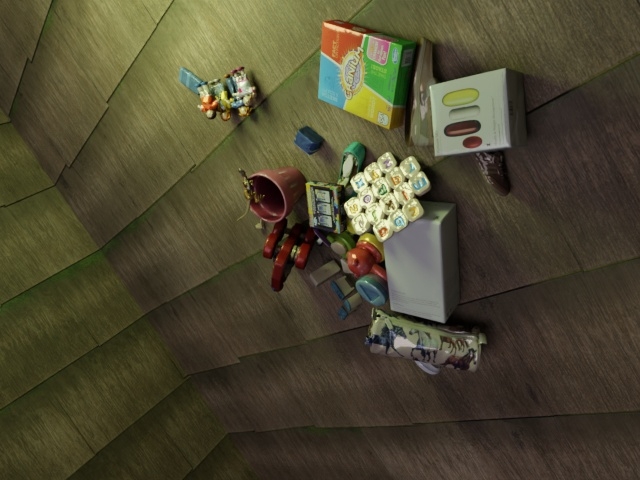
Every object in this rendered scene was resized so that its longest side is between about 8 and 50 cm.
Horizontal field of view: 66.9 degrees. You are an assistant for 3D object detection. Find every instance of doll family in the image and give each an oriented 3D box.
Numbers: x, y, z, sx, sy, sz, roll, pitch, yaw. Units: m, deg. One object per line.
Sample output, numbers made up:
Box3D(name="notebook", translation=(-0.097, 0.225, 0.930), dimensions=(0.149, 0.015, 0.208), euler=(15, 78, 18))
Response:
Box3D(name="doll family", translation=(-0.336, -0.542, 1.836), dimensions=(0.262, 0.118, 0.163), euler=(-12, 103, 23))

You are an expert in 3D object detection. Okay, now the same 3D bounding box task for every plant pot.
Box3D(name="plant pot", translation=(-0.156, -0.193, 1.847), dimensions=(0.201, 0.180, 0.202), euler=(21, 128, 28))

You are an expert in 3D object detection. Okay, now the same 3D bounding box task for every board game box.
Box3D(name="board game box", translation=(0.022, -0.120, 1.720), dimensions=(0.141, 0.048, 0.171), euler=(15, 121, 37))
Box3D(name="board game box", translation=(0.127, -0.502, 1.454), dimensions=(0.316, 0.064, 0.242), euler=(34, 135, 36))

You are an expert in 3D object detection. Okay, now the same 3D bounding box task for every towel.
Box3D(name="towel", translation=(-0.522, -0.646, 1.956), dimensions=(0.119, 0.029, 0.067), euler=(38, 135, 14))

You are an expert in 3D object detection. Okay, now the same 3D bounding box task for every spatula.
Box3D(name="spatula", translation=(0.000, 0.000, 1.835), dimensions=(0.084, 0.030, 0.296), euler=(46, 173, 1))

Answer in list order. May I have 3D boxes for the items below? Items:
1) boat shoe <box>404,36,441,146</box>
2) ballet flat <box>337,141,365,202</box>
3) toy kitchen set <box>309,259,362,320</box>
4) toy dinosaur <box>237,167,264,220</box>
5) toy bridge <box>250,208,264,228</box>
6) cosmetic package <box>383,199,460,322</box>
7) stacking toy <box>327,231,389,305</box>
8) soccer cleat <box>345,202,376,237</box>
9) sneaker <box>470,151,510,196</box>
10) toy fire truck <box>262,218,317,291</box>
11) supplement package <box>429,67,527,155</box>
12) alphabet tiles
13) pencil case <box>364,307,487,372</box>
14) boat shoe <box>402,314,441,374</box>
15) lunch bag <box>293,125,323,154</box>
Box3D(name="boat shoe", translation=(0.304, -0.424, 1.399), dimensions=(0.098, 0.109, 0.303), euler=(0, 110, -2))
Box3D(name="ballet flat", translation=(0.094, -0.225, 1.692), dimensions=(0.083, 0.087, 0.247), euler=(28, 131, 22))
Box3D(name="toy kitchen set", translation=(0.051, 0.219, 1.983), dimensions=(0.207, 0.122, 0.166), euler=(54, 156, 17))
Box3D(name="toy dinosaur", translation=(-0.263, -0.164, 1.792), dimensions=(0.112, 0.064, 0.212), euler=(26, 123, 48))
Box3D(name="toy bridge", translation=(-0.273, -0.135, 2.087), dimensions=(0.063, 0.026, 0.188), euler=(2, 118, 36))
Box3D(name="cosmetic package", translation=(0.342, 0.065, 1.636), dimensions=(0.217, 0.156, 0.385), euler=(11, 122, 33))
Box3D(name="stacking toy", translation=(0.124, 0.107, 1.779), dimensions=(0.279, 0.130, 0.309), euler=(19, 145, 40))
Box3D(name="soccer cleat", translation=(0.090, -0.071, 1.782), dimensions=(0.289, 0.093, 0.121), euler=(25, 112, 21))
Box3D(name="sneaker", translation=(0.499, -0.215, 1.391), dimensions=(0.188, 0.066, 0.071), euler=(53, 135, -3))
Box3D(name="toy fire truck", translation=(-0.131, 0.070, 1.925), dimensions=(0.169, 0.302, 0.254), euler=(17, 126, 3))
Box3D(name="supplement package", translation=(0.420, -0.331, 1.287), dimensions=(0.203, 0.149, 0.194), euler=(-2, 98, 39))
Box3D(name="alphabet tiles", translation=(0.211, -0.142, 1.560), dimensions=(0.284, 0.021, 0.278), euler=(-35, 55, 18))
Box3D(name="pencil case", translation=(0.371, 0.353, 1.726), dimensions=(0.409, 0.160, 0.184), euler=(8, 146, 16))
Box3D(name="boat shoe", translation=(0.387, 0.400, 1.856), dimensions=(0.258, 0.095, 0.084), euler=(50, 140, 0))
Box3D(name="lunch bag", translation=(-0.048, -0.357, 1.735), dimensions=(0.098, 0.067, 0.065), euler=(41, 134, 12))
